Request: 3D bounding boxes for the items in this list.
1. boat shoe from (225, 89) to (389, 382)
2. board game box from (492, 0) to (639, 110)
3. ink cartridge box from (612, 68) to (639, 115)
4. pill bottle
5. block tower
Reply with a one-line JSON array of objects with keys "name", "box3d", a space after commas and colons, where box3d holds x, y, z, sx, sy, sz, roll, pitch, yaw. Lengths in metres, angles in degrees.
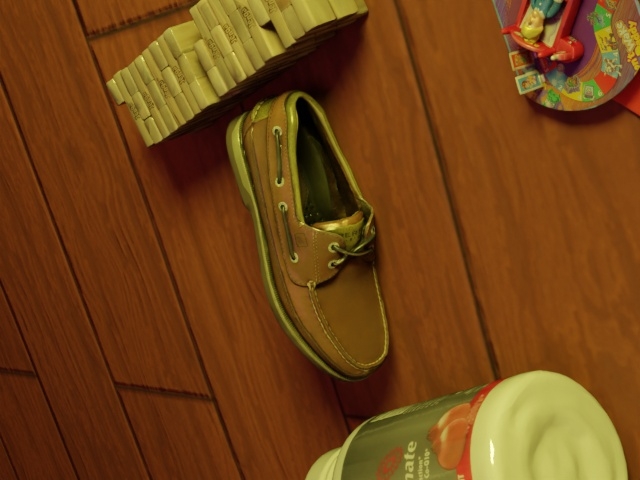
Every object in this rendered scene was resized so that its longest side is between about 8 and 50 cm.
[{"name": "boat shoe", "box3d": [0.000, 0.000, 1.055, 0.104, 0.111, 0.307, -18, 98, 51]}, {"name": "board game box", "box3d": [0.177, -0.180, 0.810, 0.133, 0.033, 0.168, -14, 96, 55]}, {"name": "ink cartridge box", "box3d": [0.290, -0.124, 0.724, 0.225, 0.056, 0.181, 37, 134, 25]}, {"name": "pill bottle", "box3d": [0.121, 0.242, 1.017, 0.318, 0.176, 0.176, -29, 90, 50]}, {"name": "block tower", "box3d": [-0.090, -0.194, 1.054, 0.335, 0.091, 0.097, -22, 94, 51]}]
